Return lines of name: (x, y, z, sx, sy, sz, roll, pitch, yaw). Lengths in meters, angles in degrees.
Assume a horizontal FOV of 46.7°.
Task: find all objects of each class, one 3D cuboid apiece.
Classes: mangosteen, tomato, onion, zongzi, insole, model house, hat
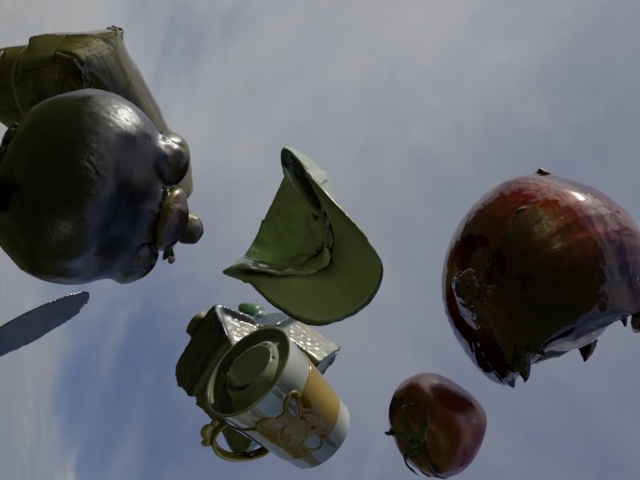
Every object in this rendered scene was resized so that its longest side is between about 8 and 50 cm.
mangosteen: (-0.305, -0.062, 1.016, 0.233, 0.288, 0.287, 1, -91, 36)
tomato: (0.191, 0.295, 1.188, 0.167, 0.167, 0.167, -4, -95, 57)
onion: (0.346, 0.051, 1.153, 0.341, 0.341, 0.341, -4, -95, 57)
zongzi: (-0.509, -0.195, 1.553, 0.467, 0.218, 0.500, 5, -45, 32)
insole: (-0.490, 0.158, 1.120, 0.007, 0.328, 0.111, 47, -38, 15)
model house: (-0.151, 0.259, 1.605, 0.284, 0.298, 0.243, 42, -70, 12)
hat: (-0.007, -0.002, 1.286, 0.301, 0.168, 0.257, 38, -66, 25)

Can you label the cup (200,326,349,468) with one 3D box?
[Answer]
cup: (-0.088, 0.302, 1.310, 0.241, 0.226, 0.185, -43, -150, 0)
